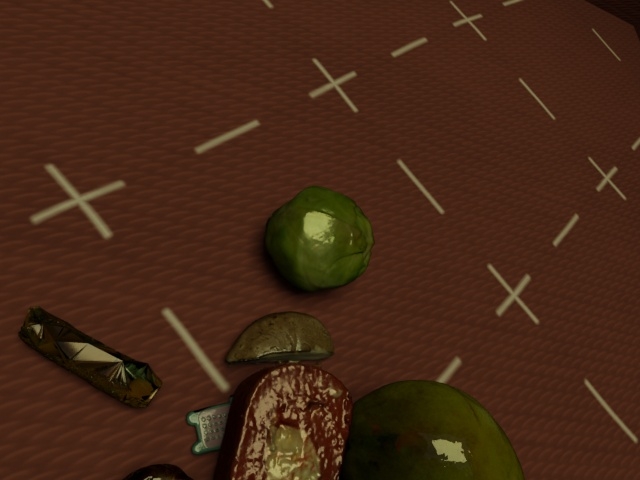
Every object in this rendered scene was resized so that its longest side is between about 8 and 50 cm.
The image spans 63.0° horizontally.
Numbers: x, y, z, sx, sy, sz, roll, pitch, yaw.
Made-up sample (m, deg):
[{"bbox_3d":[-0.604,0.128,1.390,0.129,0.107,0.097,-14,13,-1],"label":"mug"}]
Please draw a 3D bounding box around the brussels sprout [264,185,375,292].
[{"bbox_3d":[0.000,0.000,1.016,0.223,0.161,0.223,8,62,-15],"label":"brussels sprout"}]

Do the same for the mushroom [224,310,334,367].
[{"bbox_3d":[-0.068,0.177,0.944,0.210,0.072,0.094,4,54,-25],"label":"mushroom"}]

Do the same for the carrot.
[{"bbox_3d":[-0.353,0.181,0.802,0.229,0.069,0.069,33,54,-8],"label":"carrot"}]

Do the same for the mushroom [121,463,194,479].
[{"bbox_3d":[-0.222,0.397,0.745,0.171,0.080,0.135,30,69,-13],"label":"mushroom"}]

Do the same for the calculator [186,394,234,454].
[{"bbox_3d":[-0.148,0.305,0.867,0.141,0.019,0.094,-5,64,-29],"label":"calculator"}]

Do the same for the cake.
[{"bbox_3d":[-0.063,0.322,0.809,0.177,0.151,0.282,22,68,-13],"label":"cake"}]

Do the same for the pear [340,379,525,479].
[{"bbox_3d":[0.181,0.371,0.862,0.322,0.269,0.269,21,56,-3],"label":"pear"}]
